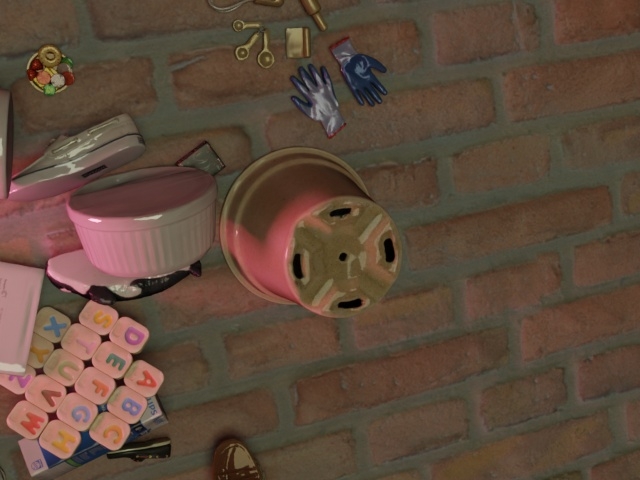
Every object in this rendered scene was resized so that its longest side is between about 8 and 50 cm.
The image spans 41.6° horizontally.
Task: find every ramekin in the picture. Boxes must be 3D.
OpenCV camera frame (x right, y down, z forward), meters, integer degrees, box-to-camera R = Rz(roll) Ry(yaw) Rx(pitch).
[{"bbox_3d":[-0.313,-0.034,1.529,0.273,0.273,0.127,-12,115,-15],"label":"ramekin"}]

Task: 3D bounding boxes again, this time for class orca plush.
[{"bbox_3d":[-0.381,0.070,1.639,0.287,0.102,0.151,-14,61,-25],"label":"orca plush"}]

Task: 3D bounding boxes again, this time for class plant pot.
[{"bbox_3d":[0.000,0.000,1.612,0.334,0.305,0.333,-4,102,-18],"label":"plant pot"}]

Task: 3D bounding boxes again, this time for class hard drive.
[{"bbox_3d":[-0.676,0.125,1.527,0.307,0.040,0.203,11,77,-19],"label":"hard drive"}]

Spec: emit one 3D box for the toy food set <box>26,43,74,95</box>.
[{"bbox_3d":[-0.492,-0.308,1.537,0.083,0.020,0.082,-46,111,-5],"label":"toy food set"}]

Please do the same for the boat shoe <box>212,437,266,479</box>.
[{"bbox_3d":[-0.162,0.546,1.802,0.105,0.089,0.285,-13,102,1],"label":"boat shoe"}]

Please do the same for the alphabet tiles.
[{"bbox_3d":[-0.453,0.257,1.587,0.278,0.021,0.284,30,72,4],"label":"alphabet tiles"}]

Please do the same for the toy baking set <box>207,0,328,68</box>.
[{"bbox_3d":[-0.105,-0.453,1.627,0.197,0.030,0.256,-30,109,-10],"label":"toy baking set"}]

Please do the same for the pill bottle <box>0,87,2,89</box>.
[{"bbox_3d":[-0.592,-0.265,1.501,0.043,0.043,0.083,-43,110,-5],"label":"pill bottle"}]

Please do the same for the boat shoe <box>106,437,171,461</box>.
[{"bbox_3d":[-0.370,0.433,1.720,0.133,0.049,0.042,-3,94,-22],"label":"boat shoe"}]

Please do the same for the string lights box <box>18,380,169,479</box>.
[{"bbox_3d":[-0.432,0.371,1.634,0.260,0.133,0.076,-25,74,-12],"label":"string lights box"}]

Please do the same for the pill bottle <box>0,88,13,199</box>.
[{"bbox_3d":[-0.716,-0.168,1.381,0.392,0.224,0.224,1,101,-17],"label":"pill bottle"}]

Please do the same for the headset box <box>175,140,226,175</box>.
[{"bbox_3d":[-0.238,-0.145,1.649,0.083,0.032,0.062,-38,110,-9],"label":"headset box"}]

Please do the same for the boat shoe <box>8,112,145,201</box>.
[{"bbox_3d":[-0.458,-0.155,1.548,0.267,0.096,0.088,-24,78,2],"label":"boat shoe"}]

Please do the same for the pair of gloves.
[{"bbox_3d":[0.041,-0.313,1.710,0.198,0.023,0.159,-38,112,-6],"label":"pair of gloves"}]

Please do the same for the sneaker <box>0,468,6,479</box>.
[{"bbox_3d":[-0.640,0.502,1.642,0.052,0.058,0.135,-3,102,-18],"label":"sneaker"}]
